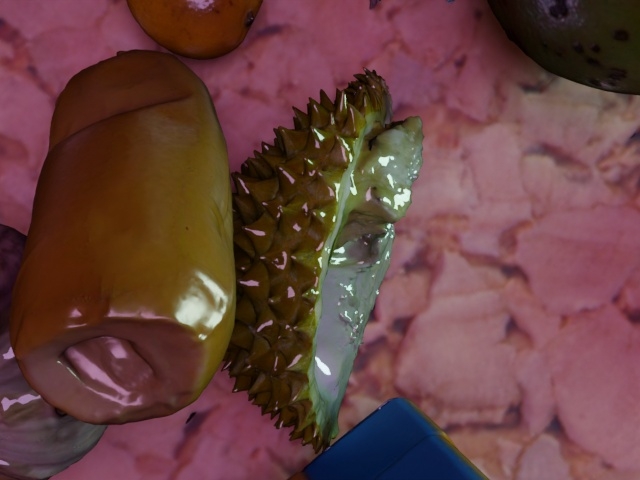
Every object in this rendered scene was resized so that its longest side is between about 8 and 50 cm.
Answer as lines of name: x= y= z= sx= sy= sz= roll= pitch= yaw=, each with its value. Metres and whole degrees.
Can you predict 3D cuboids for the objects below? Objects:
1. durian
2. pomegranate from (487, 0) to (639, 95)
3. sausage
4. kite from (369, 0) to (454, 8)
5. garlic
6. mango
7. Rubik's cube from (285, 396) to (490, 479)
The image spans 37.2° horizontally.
durian: x=0.000 y=0.000 z=0.708 sx=0.166 sy=0.172 sz=0.306 roll=18 pitch=76 yaw=-27
pomegranate: x=0.272 y=-0.238 z=0.682 sx=0.323 sy=0.291 sz=0.291 roll=15 pitch=86 yaw=-13
sausage: x=-0.125 y=-0.031 z=0.641 sx=0.134 sy=0.354 sz=0.116 roll=-22 pitch=125 yaw=8
kite: x=0.078 y=-0.236 z=0.750 sx=0.011 sy=0.139 sz=0.157 roll=11 pitch=42 yaw=-33
garlic: x=-0.259 y=0.085 z=0.679 sx=0.245 sy=0.160 sz=0.245 roll=2 pitch=113 yaw=4
mango: x=-0.100 y=-0.223 z=0.741 sx=0.115 sy=0.089 sz=0.165 roll=-6 pitch=83 yaw=4
Rubik's cube: x=0.057 y=0.322 z=0.596 sx=0.290 sy=0.291 sz=0.291 roll=-38 pitch=103 yaw=-6
